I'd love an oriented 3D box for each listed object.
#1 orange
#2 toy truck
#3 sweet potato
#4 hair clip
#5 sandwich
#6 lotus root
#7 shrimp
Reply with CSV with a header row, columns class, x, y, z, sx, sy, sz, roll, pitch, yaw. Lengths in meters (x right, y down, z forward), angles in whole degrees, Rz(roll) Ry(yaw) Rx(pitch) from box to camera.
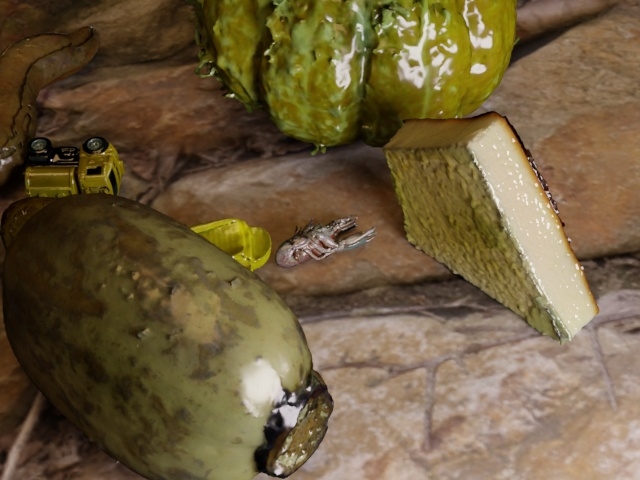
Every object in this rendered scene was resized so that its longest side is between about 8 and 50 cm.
class,x,y,z,sx,sy,sz,roll,pitch,yaw
orange,0.032,-0.227,1.246,0.301,0.223,0.300,32,50,28
toy truck,-0.216,-0.057,1.209,0.083,0.049,0.054,0,48,3
sweet potato,-0.281,-0.130,1.274,0.081,0.062,0.233,21,46,0
hair clip,-0.126,0.019,1.137,0.173,0.046,0.072,-9,51,-5
sandwich,0.127,-0.011,1.132,0.058,0.193,0.162,-39,21,-25
lotus root,-0.136,0.066,1.019,0.309,0.173,0.173,32,56,22
shrimp,0.001,-0.002,1.169,0.092,0.029,0.038,-13,40,-17
